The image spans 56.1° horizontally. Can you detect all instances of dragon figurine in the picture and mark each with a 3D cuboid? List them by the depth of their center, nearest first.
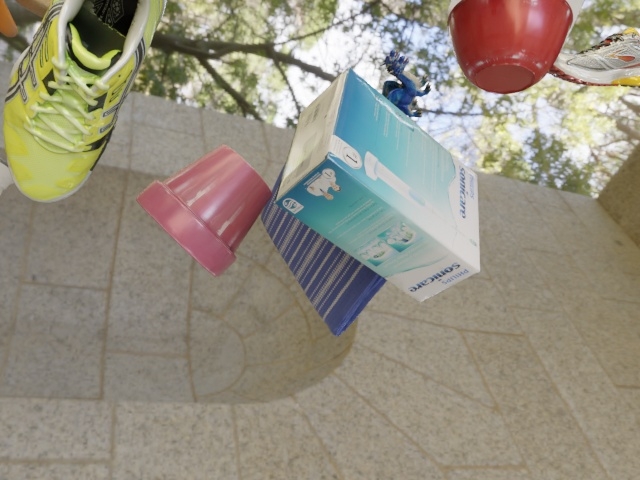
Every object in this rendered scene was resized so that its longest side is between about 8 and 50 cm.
[{"bbox_3d":[0.214,-0.395,1.665,0.289,0.144,0.085,108,-18,-47],"label":"dragon figurine"}]

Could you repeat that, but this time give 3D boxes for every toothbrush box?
[{"bbox_3d":[0.099,-0.080,0.908,0.126,0.296,0.216,-36,-149,40],"label":"toothbrush box"}]

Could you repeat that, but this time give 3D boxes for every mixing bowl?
[{"bbox_3d":[0.277,-0.282,0.895,0.181,0.182,0.098,159,-58,-65],"label":"mixing bowl"}]

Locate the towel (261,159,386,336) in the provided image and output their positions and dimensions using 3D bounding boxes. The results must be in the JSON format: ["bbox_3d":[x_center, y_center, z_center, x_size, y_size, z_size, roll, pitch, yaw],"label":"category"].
[{"bbox_3d":[0.000,0.000,1.210,0.336,0.040,0.243,56,-43,25],"label":"towel"}]

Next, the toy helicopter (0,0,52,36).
[{"bbox_3d":[-0.572,-0.516,1.025,0.140,0.355,0.234,-14,-127,38],"label":"toy helicopter"}]

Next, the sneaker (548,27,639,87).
[{"bbox_3d":[0.472,-0.303,0.990,0.088,0.226,0.092,-114,-156,-67],"label":"sneaker"}]

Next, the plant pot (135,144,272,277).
[{"bbox_3d":[-0.194,-0.065,1.073,0.180,0.201,0.201,-46,-158,-7],"label":"plant pot"}]

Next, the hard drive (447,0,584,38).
[{"bbox_3d":[0.496,-0.619,1.498,0.040,0.308,0.203,-42,154,-54],"label":"hard drive"}]

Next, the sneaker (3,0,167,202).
[{"bbox_3d":[-0.302,-0.202,0.726,0.384,0.145,0.147,-59,-158,24],"label":"sneaker"}]

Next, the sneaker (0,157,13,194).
[{"bbox_3d":[-0.635,-0.133,0.946,0.111,0.297,0.129,16,-107,43],"label":"sneaker"}]
